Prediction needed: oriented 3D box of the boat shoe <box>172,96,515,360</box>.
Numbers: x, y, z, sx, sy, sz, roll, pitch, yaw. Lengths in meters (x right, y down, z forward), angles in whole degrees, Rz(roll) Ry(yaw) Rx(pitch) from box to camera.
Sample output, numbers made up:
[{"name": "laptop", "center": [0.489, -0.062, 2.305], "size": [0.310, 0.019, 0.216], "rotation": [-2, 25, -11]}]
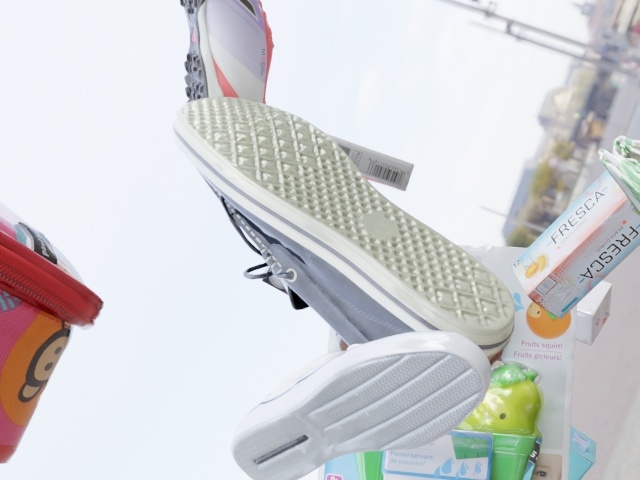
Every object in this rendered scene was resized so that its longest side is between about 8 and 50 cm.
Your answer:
[{"name": "boat shoe", "center": [0.000, 0.000, 1.246], "size": [0.186, 0.500, 0.156], "rotation": [-26, -33, -45]}]

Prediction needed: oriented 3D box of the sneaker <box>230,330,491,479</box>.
[{"name": "sneaker", "center": [0.030, 0.117, 0.857], "size": [0.258, 0.094, 0.091], "rotation": [-26, 20, 37]}]

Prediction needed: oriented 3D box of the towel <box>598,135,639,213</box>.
[{"name": "towel", "center": [0.370, 0.054, 0.873], "size": [0.038, 0.248, 0.325], "rotation": [-41, 32, 6]}]

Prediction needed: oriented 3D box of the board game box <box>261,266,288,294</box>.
[{"name": "board game box", "center": [0.055, 0.046, 1.631], "size": [0.165, 0.243, 0.042], "rotation": [-60, 8, 15]}]

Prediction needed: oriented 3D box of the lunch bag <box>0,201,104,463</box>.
[{"name": "lunch bag", "center": [-0.261, -0.025, 0.463], "size": [0.258, 0.293, 0.120], "rotation": [39, -101, -46]}]

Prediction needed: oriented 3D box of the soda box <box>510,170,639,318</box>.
[{"name": "soda box", "center": [0.289, -0.006, 1.126], "size": [0.183, 0.058, 0.063], "rotation": [-47, 28, 18]}]

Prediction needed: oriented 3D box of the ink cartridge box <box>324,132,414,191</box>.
[{"name": "ink cartridge box", "center": [0.042, -0.106, 1.487], "size": [0.179, 0.145, 0.045], "rotation": [164, 125, -83]}]

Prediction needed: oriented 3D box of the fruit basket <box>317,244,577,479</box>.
[{"name": "fruit basket", "center": [0.161, 0.177, 1.378], "size": [0.165, 0.326, 0.353], "rotation": [15, -101, -76]}]

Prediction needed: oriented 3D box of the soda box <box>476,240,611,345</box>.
[{"name": "soda box", "center": [0.317, 0.076, 1.588], "size": [0.074, 0.216, 0.069], "rotation": [-49, -36, -35]}]

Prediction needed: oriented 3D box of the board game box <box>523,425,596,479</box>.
[{"name": "board game box", "center": [0.236, 0.387, 1.699], "size": [0.336, 0.253, 0.079], "rotation": [-59, -6, 20]}]

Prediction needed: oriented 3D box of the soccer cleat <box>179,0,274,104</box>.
[{"name": "soccer cleat", "center": [-0.116, -0.291, 1.387], "size": [0.108, 0.116, 0.318], "rotation": [-144, 48, -58]}]
